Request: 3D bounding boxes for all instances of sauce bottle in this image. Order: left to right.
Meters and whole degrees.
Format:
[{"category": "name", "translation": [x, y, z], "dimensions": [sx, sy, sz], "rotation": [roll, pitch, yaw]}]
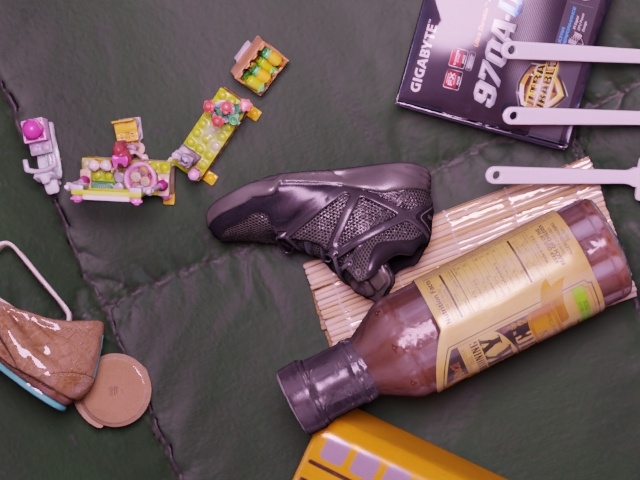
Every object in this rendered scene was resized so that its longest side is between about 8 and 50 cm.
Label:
[{"category": "sauce bottle", "translation": [0.125, 0.080, 1.296], "dimensions": [0.344, 0.111, 0.111], "rotation": [-27, 94, 2]}]

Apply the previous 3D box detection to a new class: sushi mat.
[{"category": "sushi mat", "translation": [0.149, 0.041, 1.372], "dimensions": [0.317, 0.019, 0.151], "rotation": [-21, 96, 8]}]

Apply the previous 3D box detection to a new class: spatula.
[{"category": "spatula", "translation": [0.278, -0.122, 1.300], "dimensions": [0.242, 0.019, 0.168], "rotation": [1, 104, -14]}]

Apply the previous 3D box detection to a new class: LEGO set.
[{"category": "LEGO set", "translation": [-0.158, -0.099, 1.340], "dimensions": [0.287, 0.107, 0.132], "rotation": [-19, 95, 8]}]

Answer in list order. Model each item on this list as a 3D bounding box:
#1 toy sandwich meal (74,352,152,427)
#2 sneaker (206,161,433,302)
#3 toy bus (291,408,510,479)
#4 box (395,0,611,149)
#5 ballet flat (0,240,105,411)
[{"category": "toy sandwich meal", "translation": [-0.216, 0.160, 1.423], "dimensions": [0.086, 0.029, 0.085], "rotation": [0, 86, 5]}, {"category": "sneaker", "translation": [0.000, 0.000, 1.333], "dimensions": [0.228, 0.087, 0.130], "rotation": [-5, 71, 3]}, {"category": "toy bus", "translation": [0.131, 0.292, 1.363], "dimensions": [0.333, 0.108, 0.130], "rotation": [25, 98, 3]}, {"category": "box", "translation": [0.185, -0.216, 1.316], "dimensions": [0.175, 0.051, 0.220], "rotation": [16, 99, 3]}, {"category": "ballet flat", "translation": [-0.370, 0.044, 1.390], "dimensions": [0.342, 0.116, 0.124], "rotation": [29, 80, 4]}]
